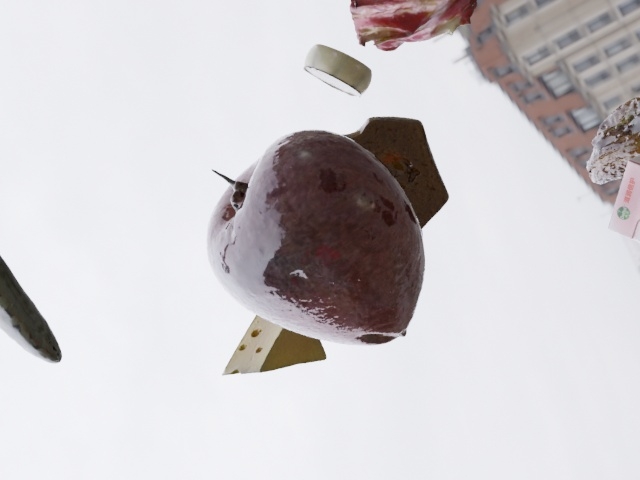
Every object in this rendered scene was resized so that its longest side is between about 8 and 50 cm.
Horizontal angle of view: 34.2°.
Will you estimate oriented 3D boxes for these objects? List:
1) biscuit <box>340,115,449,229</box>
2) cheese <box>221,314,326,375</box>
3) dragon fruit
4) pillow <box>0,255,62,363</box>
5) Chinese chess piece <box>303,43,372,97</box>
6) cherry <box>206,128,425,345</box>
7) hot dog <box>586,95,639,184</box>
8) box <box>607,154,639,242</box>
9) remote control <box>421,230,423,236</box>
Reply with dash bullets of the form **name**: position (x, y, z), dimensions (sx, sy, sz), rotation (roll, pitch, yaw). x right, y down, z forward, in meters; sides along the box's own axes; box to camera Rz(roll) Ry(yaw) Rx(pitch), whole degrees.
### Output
- **biscuit**: position (0.065, -0.074, 1.470), dimensions (0.034, 0.215, 0.182), rotation (-127, 14, -75)
- **cheese**: position (-0.087, 0.189, 1.771), dimensions (0.171, 0.093, 0.126), rotation (-38, -64, -49)
- **dragon fruit**: position (0.113, -0.282, 0.986), dimensions (0.161, 0.126, 0.274), rotation (76, -157, -65)
- **pillow**: position (-0.430, 0.070, 1.382), dimensions (0.051, 0.093, 0.241), rotation (-51, -59, -38)
- **Chinese chess piece**: position (0.031, -0.298, 1.816), dimensions (0.122, 0.051, 0.122), rotation (27, 180, 0)
- **cherry**: position (0.000, 0.000, 1.247), dimensions (0.307, 0.261, 0.221), rotation (42, -131, -8)
- **hot dog**: position (0.545, -0.172, 1.776), dimensions (0.099, 0.227, 0.160), rotation (42, -128, -15)
- **box**: position (0.381, -0.057, 1.176), dimensions (0.125, 0.043, 0.089), rotation (-19, -52, -48)
- **remote control**: position (0.136, -0.047, 1.835), dimensions (0.184, 0.027, 0.049), rotation (48, -143, -46)
